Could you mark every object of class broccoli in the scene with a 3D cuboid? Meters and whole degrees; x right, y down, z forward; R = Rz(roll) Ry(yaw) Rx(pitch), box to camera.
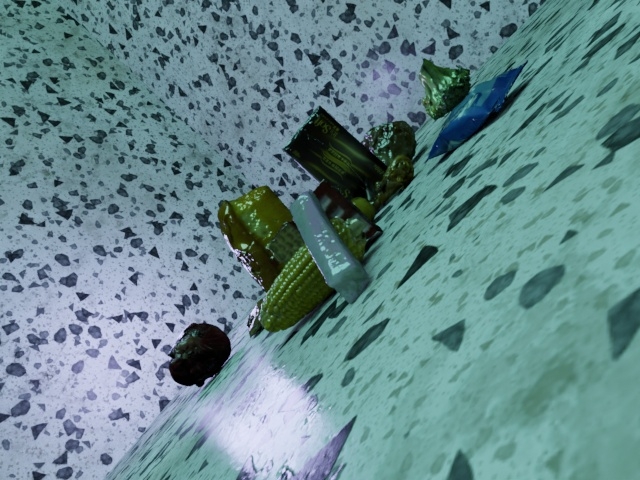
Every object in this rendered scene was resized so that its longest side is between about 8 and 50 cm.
[{"bbox_3d":[0.499,-0.644,2.163,0.248,0.245,0.288,-57,-1,-4],"label":"broccoli"}]

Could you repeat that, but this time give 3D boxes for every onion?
[{"bbox_3d":[-0.496,0.461,2.051,0.281,0.221,0.281,-40,-16,-14],"label":"onion"}]

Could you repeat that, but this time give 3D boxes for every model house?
[{"bbox_3d":[0.000,0.000,1.301,0.254,0.196,0.160,-48,2,7],"label":"model house"}]

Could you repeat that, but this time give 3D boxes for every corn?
[{"bbox_3d":[-0.018,0.078,1.171,0.347,0.130,0.130,-49,3,16],"label":"corn"}]

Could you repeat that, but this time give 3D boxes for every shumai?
[{"bbox_3d":[0.268,-0.281,1.998,0.346,0.217,0.283,117,157,-47],"label":"shumai"}]

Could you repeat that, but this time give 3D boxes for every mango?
[{"bbox_3d":[0.096,-0.055,1.586,0.195,0.098,0.137,-51,4,42],"label":"mango"}]

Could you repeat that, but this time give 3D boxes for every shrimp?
[{"bbox_3d":[-0.243,0.305,1.932,0.267,0.061,0.145,137,151,-60],"label":"shrimp"}]

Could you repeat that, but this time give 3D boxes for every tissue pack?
[{"bbox_3d":[0.071,-0.267,1.786,0.210,0.370,0.198,-49,-12,11],"label":"tissue pack"}]

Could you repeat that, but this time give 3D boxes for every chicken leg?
[{"bbox_3d":[0.219,-0.171,1.609,0.207,0.085,0.101,-56,13,31],"label":"chicken leg"}]

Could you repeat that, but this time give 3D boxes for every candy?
[{"bbox_3d":[0.376,-0.314,1.277,0.187,0.077,0.331,-56,5,-22],"label":"candy"}]

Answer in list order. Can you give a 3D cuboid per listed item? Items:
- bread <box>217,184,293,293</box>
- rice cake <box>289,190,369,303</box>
[{"bbox_3d":[-0.157,0.026,1.613,0.215,0.398,0.398,-36,1,-10],"label":"bread"},{"bbox_3d":[0.004,-0.003,1.034,0.072,0.056,0.365,-44,32,10],"label":"rice cake"}]
